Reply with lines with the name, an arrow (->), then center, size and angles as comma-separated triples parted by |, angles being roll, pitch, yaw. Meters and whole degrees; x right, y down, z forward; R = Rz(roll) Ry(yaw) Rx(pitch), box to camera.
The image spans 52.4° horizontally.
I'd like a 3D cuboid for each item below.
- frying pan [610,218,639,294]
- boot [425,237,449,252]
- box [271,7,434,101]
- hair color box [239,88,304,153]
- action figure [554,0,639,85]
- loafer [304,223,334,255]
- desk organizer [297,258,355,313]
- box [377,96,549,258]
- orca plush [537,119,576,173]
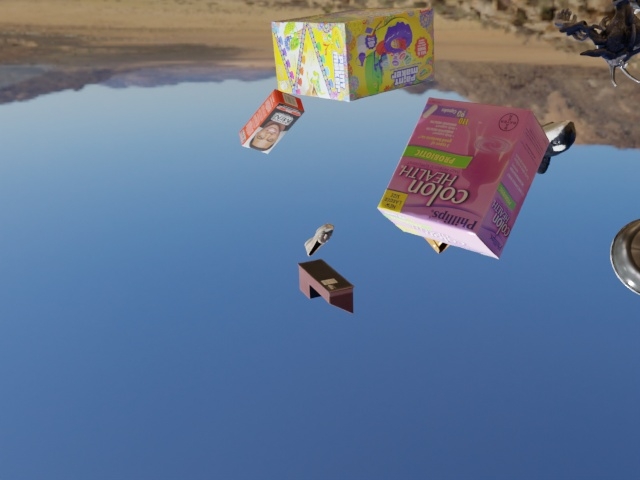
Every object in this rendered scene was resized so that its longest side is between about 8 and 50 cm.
frying pan -> 0.773, 0.081, 1.392 | 0.197, 0.053, 0.326 | -32, -116, -4
boot -> 0.326, -0.046, 2.097 | 0.104, 0.211, 0.295 | -29, 170, -15
box -> 0.082, -0.466, 1.605 | 0.289, 0.177, 0.279 | -22, -151, -34
hair color box -> -0.105, -0.252, 1.389 | 0.071, 0.043, 0.141 | 12, 139, -38
action figure -> 0.525, -0.422, 1.175 | 0.163, 0.276, 0.141 | -8, -166, -3
loafer -> 0.000, 0.000, 1.815 | 0.045, 0.039, 0.125 | 15, 141, -30
desk organizer -> 0.008, 0.078, 1.080 | 0.047, 0.050, 0.130 | -10, -158, -22
box -> 0.260, -0.120, 1.191 | 0.213, 0.243, 0.117 | 19, 171, 40
orca plush -> 0.489, -0.190, 1.548 | 0.287, 0.102, 0.151 | -24, -169, 40
